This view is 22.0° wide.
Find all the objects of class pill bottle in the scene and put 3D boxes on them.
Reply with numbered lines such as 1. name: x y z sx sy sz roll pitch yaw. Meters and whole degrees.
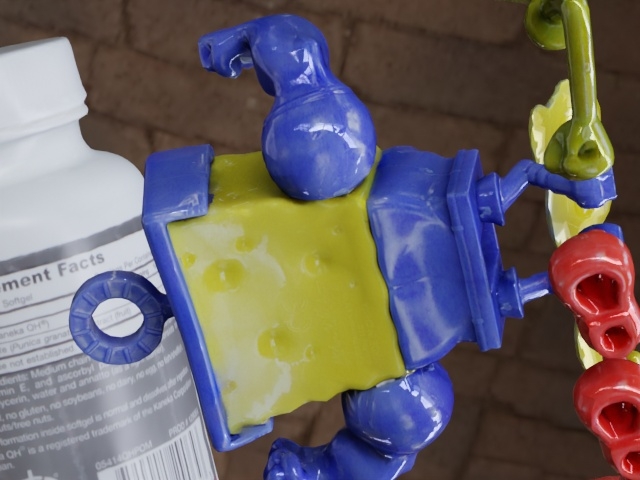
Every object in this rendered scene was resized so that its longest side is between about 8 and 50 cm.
1. pill bottle: -0.172 0.050 0.965 0.176 0.176 0.318 -7 101 27

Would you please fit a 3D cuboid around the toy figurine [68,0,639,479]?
1. toy figurine: 0.000 0.000 0.596 0.217 0.191 0.362 -11 118 10
